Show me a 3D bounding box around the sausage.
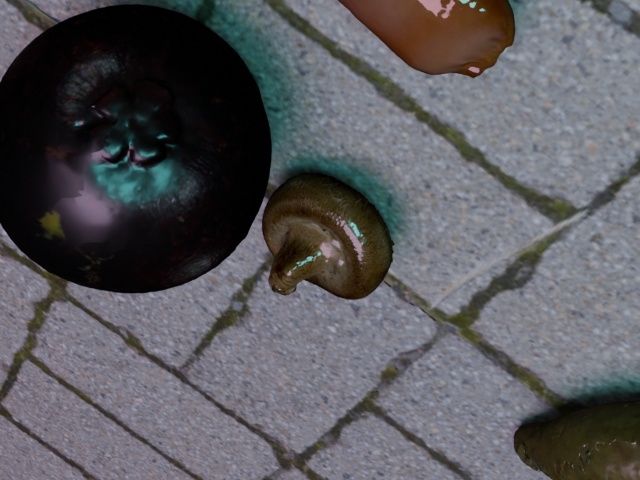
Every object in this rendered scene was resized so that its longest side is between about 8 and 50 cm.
[{"bbox_3d":[0.006,-0.218,0.686,0.300,0.083,0.089,37,131,-7],"label":"sausage"}]

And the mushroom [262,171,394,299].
[{"bbox_3d":[0.005,-0.002,0.879,0.126,0.085,0.109,31,110,24],"label":"mushroom"}]

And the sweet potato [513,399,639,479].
[{"bbox_3d":[0.297,0.186,0.864,0.310,0.098,0.124,10,139,28],"label":"sweet potato"}]

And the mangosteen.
[{"bbox_3d":[-0.152,-0.068,0.839,0.228,0.228,0.265,39,170,-5],"label":"mangosteen"}]
